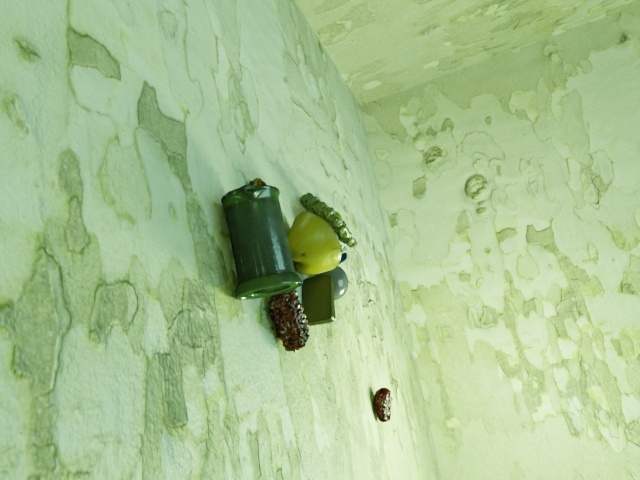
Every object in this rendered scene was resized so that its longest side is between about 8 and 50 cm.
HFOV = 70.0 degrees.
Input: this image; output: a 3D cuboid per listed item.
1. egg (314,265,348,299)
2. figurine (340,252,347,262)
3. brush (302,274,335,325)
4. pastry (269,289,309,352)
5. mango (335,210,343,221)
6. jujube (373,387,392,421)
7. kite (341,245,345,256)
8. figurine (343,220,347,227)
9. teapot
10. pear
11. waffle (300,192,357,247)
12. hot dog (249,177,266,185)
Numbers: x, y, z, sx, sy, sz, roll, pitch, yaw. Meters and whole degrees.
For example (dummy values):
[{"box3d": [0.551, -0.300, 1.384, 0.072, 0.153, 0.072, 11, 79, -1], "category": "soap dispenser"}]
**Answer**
[{"box3d": [0.045, 0.176, 1.959, 0.198, 0.147, 0.146, -111, 176, -63], "category": "egg"}, {"box3d": [0.007, 0.006, 2.043, 0.262, 0.120, 0.164, 46, -7, -22], "category": "figurine"}, {"box3d": [-0.006, 0.237, 1.803, 0.059, 0.123, 0.197, 56, 27, -51], "category": "brush"}, {"box3d": [-0.104, 0.266, 1.533, 0.097, 0.115, 0.208, -57, 128, -82], "category": "pastry"}, {"box3d": [0.068, -0.073, 2.313, 0.117, 0.089, 0.163, 45, 35, -56], "category": "mango"}, {"box3d": [0.313, 0.829, 2.307, 0.104, 0.104, 0.165, 40, 49, -60], "category": "jujube"}, {"box3d": [0.012, 0.062, 1.999, 0.010, 0.183, 0.160, -96, -156, -43], "category": "kite"}, {"box3d": [0.136, -0.056, 2.563, 0.060, 0.047, 0.105, -52, 127, -57], "category": "figurine"}, {"box3d": [-0.187, 0.001, 1.400, 0.270, 0.201, 0.336, 107, -29, -76], "category": "teapot"}, {"box3d": [-0.056, 0.030, 1.764, 0.178, 0.267, 0.266, -31, 106, -46], "category": "pear"}, {"box3d": [0.033, -0.090, 2.050, 0.292, 0.056, 0.309, 33, -13, 49], "category": "waffle"}, {"box3d": [-0.217, -0.137, 1.596, 0.072, 0.055, 0.188, 42, 37, -53], "category": "hot dog"}]
